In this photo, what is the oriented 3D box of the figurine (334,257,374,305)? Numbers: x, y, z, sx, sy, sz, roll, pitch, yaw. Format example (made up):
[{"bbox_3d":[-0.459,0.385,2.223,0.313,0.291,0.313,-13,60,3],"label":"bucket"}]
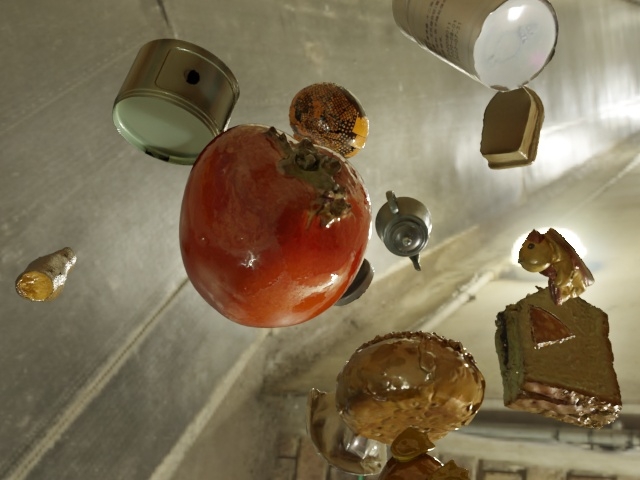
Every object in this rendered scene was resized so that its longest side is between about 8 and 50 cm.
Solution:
[{"bbox_3d":[0.000,0.000,1.589,0.236,0.133,0.176,48,45,-31],"label":"figurine"}]

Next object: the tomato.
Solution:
[{"bbox_3d":[-0.078,-0.015,1.288,0.321,0.321,0.322,17,70,-62],"label":"tomato"}]

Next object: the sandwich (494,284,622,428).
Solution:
[{"bbox_3d":[0.536,0.251,1.873,0.131,0.262,0.325,119,-20,-49],"label":"sandwich"}]

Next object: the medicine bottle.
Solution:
[{"bbox_3d":[0.294,-0.439,1.612,0.332,0.190,0.190,51,-9,50],"label":"medicine bottle"}]

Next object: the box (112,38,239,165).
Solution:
[{"bbox_3d":[-0.293,-0.276,1.656,0.226,0.226,0.149,53,45,-48],"label":"box"}]

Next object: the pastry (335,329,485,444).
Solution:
[{"bbox_3d":[0.173,0.277,1.606,0.284,0.316,0.184,15,53,-17],"label":"pastry"}]

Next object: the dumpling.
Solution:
[{"bbox_3d":[0.072,0.488,2.036,0.227,0.243,0.175,-95,-165,-56],"label":"dumpling"}]

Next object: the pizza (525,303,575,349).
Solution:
[{"bbox_3d":[0.444,0.170,1.628,0.100,0.029,0.099,-12,57,-27],"label":"pizza"}]

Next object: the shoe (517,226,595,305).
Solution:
[{"bbox_3d":[0.313,0.037,1.078,0.109,0.069,0.072,42,7,-34],"label":"shoe"}]

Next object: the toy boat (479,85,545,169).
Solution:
[{"bbox_3d":[0.396,-0.246,1.680,0.061,0.116,0.188,28,68,-43],"label":"toy boat"}]

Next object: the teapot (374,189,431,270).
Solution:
[{"bbox_3d":[0.230,-0.031,2.262,0.149,0.162,0.239,-84,154,-66],"label":"teapot"}]

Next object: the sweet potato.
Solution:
[{"bbox_3d":[-0.484,0.064,1.450,0.244,0.077,0.077,-105,-175,-80],"label":"sweet potato"}]

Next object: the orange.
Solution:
[{"bbox_3d":[0.024,-0.319,2.185,0.182,0.234,0.234,-48,134,-21],"label":"orange"}]

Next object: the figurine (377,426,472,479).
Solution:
[{"bbox_3d":[0.164,0.468,1.408,0.228,0.215,0.215,68,31,-41],"label":"figurine"}]
